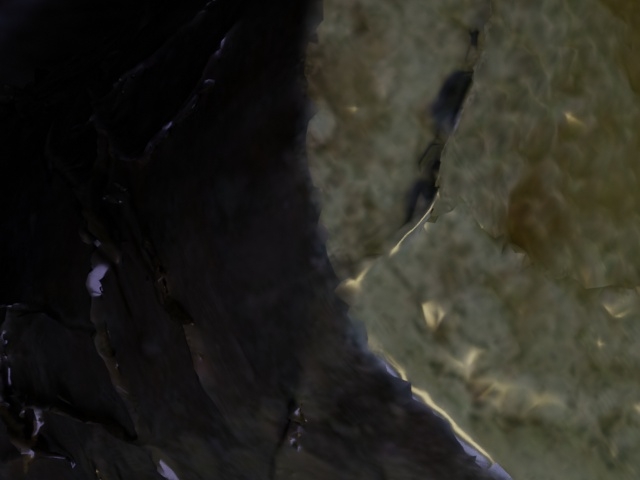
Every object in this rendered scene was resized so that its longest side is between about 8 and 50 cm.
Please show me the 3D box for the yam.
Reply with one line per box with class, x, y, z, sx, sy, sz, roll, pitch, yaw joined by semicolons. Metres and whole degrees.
yam;-0.001;0.005;0.534;0.202;0.201;0.271;55;148;-10
